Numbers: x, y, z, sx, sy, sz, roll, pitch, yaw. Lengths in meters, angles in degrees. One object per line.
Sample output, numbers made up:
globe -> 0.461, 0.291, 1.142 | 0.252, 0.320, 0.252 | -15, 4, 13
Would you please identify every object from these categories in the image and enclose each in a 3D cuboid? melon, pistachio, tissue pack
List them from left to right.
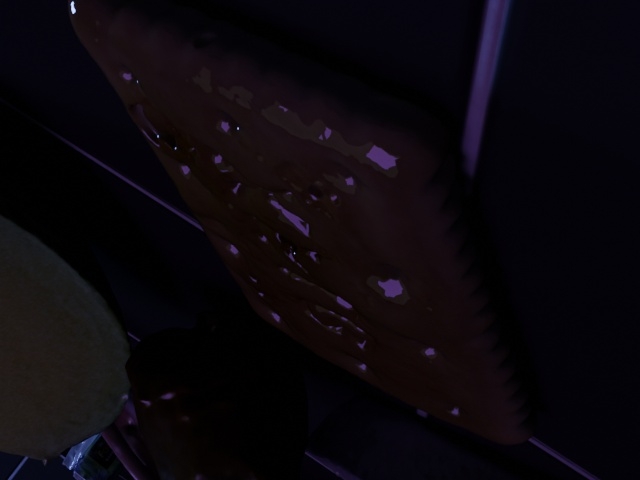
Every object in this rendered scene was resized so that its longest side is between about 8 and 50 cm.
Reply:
melon -> -0.294, 0.029, 1.093 | 0.331, 0.226, 0.343 | 8, 161, 38
tissue pack -> -0.313, 0.302, 1.990 | 0.079, 0.111, 0.085 | 37, 162, 1
pistachio -> -0.073, 0.137, 1.009 | 0.130, 0.165, 0.210 | 10, -142, -34

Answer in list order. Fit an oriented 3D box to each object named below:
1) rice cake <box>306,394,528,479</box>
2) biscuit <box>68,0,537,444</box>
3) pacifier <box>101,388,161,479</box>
rice cake -> 0.133, 0.192, 0.912 | 0.365, 0.073, 0.056 | 19, 159, 44
biscuit -> 0.000, 0.000, 0.719 | 0.217, 0.044, 0.325 | 28, 161, 29
pacifier -> -0.195, 0.295, 1.586 | 0.220, 0.273, 0.332 | 4, 148, 29
